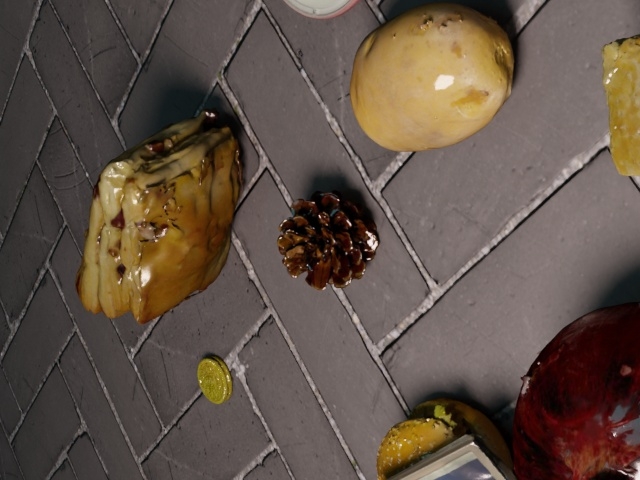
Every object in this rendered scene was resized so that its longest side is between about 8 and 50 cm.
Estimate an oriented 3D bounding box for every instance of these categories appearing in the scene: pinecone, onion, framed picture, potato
[{"bbox_3d":[0.002,0.000,1.313,0.140,0.121,0.140,7,103,31],"label":"pinecone"},{"bbox_3d":[0.308,0.210,0.911,0.314,0.232,0.313,20,117,45],"label":"onion"},{"bbox_3d":[0.187,0.356,1.149,0.189,0.023,0.260,-35,102,29],"label":"framed picture"},{"bbox_3d":[0.114,-0.186,1.114,0.234,0.146,0.150,-17,58,53],"label":"potato"}]

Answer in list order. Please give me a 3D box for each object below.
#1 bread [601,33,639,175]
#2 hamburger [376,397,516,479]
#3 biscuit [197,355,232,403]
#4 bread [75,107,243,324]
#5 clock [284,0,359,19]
[{"bbox_3d":[0.352,-0.121,0.859,0.196,0.102,0.138,11,112,48],"label":"bread"},{"bbox_3d":[0.148,0.295,1.235,0.191,0.118,0.181,-23,82,55],"label":"hamburger"},{"bbox_3d":[-0.183,0.242,1.698,0.084,0.023,0.084,19,117,45],"label":"biscuit"},{"bbox_3d":[-0.229,-0.022,1.509,0.167,0.277,0.324,35,131,11],"label":"bread"},{"bbox_3d":[-0.004,-0.404,1.246,0.244,0.056,0.244,18,115,47],"label":"clock"}]
